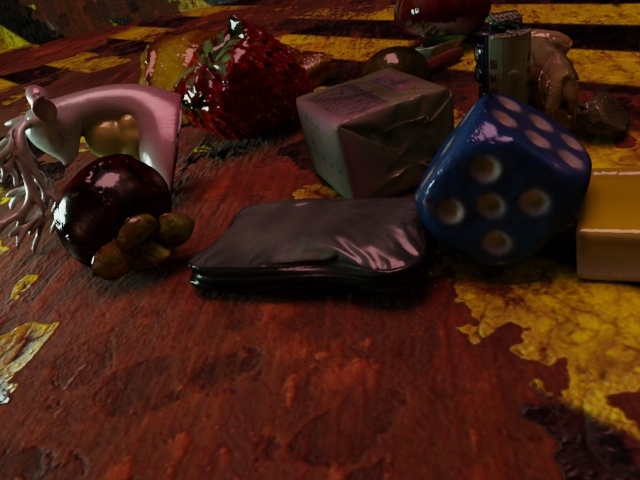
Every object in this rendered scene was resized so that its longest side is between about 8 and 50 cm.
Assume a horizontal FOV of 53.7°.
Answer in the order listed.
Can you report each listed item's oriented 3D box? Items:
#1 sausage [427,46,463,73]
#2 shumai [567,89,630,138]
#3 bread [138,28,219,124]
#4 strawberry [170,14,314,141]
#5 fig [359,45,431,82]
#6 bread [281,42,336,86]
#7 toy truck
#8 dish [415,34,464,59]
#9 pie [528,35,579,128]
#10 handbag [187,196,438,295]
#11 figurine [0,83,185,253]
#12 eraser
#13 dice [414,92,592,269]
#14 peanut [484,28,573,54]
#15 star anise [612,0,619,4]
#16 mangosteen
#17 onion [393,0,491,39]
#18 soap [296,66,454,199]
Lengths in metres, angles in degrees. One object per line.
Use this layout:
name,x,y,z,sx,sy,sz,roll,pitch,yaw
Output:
sausage,0.263,-0.396,1.408,0.147,0.030,0.035,-29,30,-26
shumai,0.409,-0.178,0.950,0.083,0.082,0.080,-24,-9,-41
bread,-0.318,-0.416,1.536,0.194,0.179,0.340,-1,32,19
strawberry,-0.146,-0.301,1.260,0.261,0.257,0.261,-28,40,26
fig,0.121,-0.299,1.207,0.132,0.127,0.184,28,44,33
bread,-0.085,-0.434,1.577,0.139,0.077,0.271,-29,35,-20
toy truck,0.280,-0.239,0.950,0.074,0.202,0.088,-10,32,-1
dish,0.277,-0.448,1.482,0.091,0.039,0.137,10,33,42
pie,0.358,-0.249,1.016,0.068,0.129,0.282,2,28,4
handbag,0.003,0.000,0.791,0.331,0.075,0.192,-2,27,26
figurine,-0.399,-0.126,1.043,0.315,0.285,0.206,8,16,-12
eraser,0.384,-0.022,0.663,0.225,0.069,0.158,2,34,24
dice,0.199,-0.066,0.698,0.143,0.146,0.146,33,37,0
peanut,0.414,-0.385,1.280,0.186,0.082,0.082,-12,29,1
star anise,0.740,-0.675,1.590,0.140,0.144,0.158,-22,28,-31
mangosteen,-0.272,-0.025,0.868,0.180,0.166,0.166,40,54,24
onion,0.295,-0.564,1.526,0.247,0.162,0.248,16,4,-1
soap,0.083,-0.163,0.965,0.181,0.139,0.199,-19,29,-13
